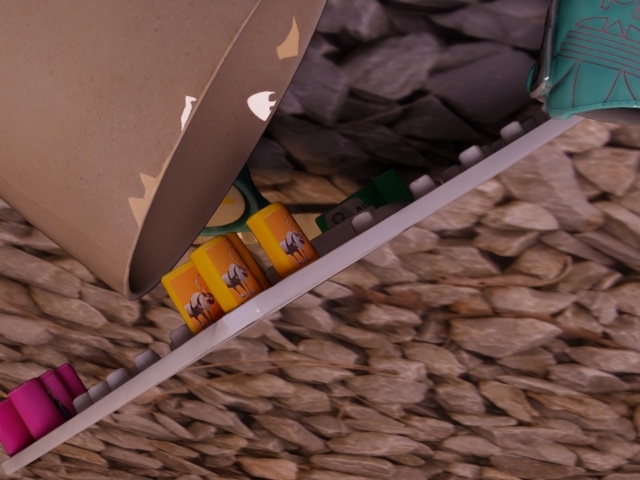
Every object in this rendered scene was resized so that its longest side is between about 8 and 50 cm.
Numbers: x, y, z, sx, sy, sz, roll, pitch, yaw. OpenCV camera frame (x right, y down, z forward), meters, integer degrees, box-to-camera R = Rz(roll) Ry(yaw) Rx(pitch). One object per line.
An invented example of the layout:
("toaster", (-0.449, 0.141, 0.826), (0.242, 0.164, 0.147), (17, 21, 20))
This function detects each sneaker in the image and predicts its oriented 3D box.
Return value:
("sneaker", (0.153, -0.152, 0.824), (0.123, 0.178, 0.295), (-4, 149, 32))

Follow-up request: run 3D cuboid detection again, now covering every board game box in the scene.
("board game box", (0.000, 0.000, 1.045), (0.050, 0.390, 0.390), (58, 146, 1))

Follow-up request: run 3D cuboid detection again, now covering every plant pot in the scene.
("plant pot", (-0.164, -0.143, 0.967), (0.274, 0.256, 0.256), (30, 154, 5))

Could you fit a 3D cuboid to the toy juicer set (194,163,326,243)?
("toy juicer set", (-0.137, -0.038, 1.292), (0.209, 0.089, 0.329), (-13, 144, 42))
